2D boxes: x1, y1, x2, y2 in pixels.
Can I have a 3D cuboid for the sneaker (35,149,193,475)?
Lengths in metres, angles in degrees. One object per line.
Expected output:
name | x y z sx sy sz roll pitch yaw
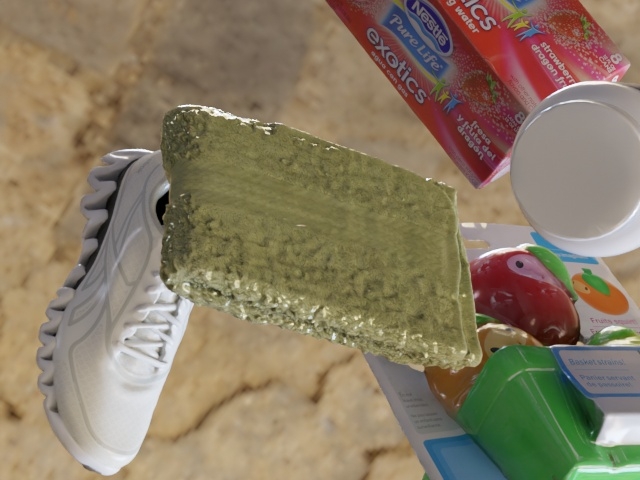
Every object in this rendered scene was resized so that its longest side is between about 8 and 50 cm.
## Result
sneaker | -0.149 0.047 1.543 0.110 0.118 0.292 31 -123 -40

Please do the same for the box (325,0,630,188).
box | 0.122 -0.192 1.612 0.128 0.122 0.257 -30 -103 -32

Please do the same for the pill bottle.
pill bottle | 0.175 -0.044 1.159 0.108 0.108 0.180 42 -165 11

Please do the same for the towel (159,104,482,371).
towel | 0.000 0.000 0.806 0.148 0.027 0.110 16 -136 -20

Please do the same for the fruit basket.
fruit basket | 0.177 0.089 1.528 0.327 0.165 0.353 3 -136 -31
